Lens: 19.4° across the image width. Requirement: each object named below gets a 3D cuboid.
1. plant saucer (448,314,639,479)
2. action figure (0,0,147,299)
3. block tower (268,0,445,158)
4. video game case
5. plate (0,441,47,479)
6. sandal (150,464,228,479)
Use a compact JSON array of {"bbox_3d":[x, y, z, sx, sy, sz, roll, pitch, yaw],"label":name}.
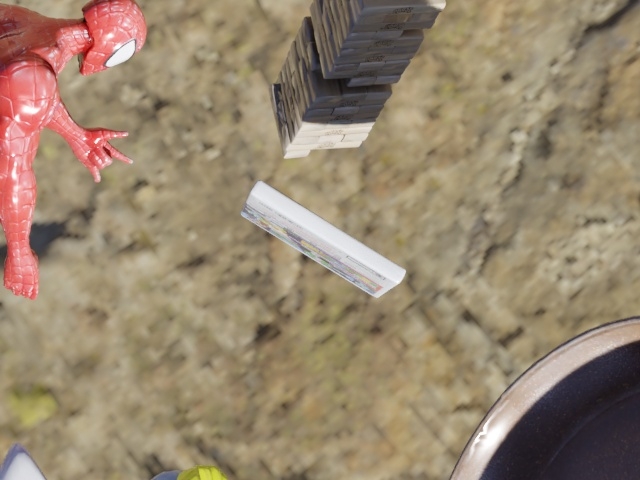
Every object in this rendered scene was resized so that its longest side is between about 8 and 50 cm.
[{"bbox_3d":[0.178,0.194,0.972,0.311,0.050,0.310,-19,64,45],"label":"plant saucer"},{"bbox_3d":[-0.183,-0.008,0.864,0.139,0.280,0.091,53,-176,-40],"label":"action figure"},{"bbox_3d":[0.033,-0.200,1.974,0.335,0.097,0.091,125,137,-62],"label":"block tower"},{"bbox_3d":[0.000,0.000,2.223,0.201,0.023,0.183,31,171,-2],"label":"video game case"},{"bbox_3d":[-0.106,0.267,0.966,0.277,0.045,0.278,53,155,14],"label":"plate"},{"bbox_3d":[-0.126,0.306,1.741,0.138,0.126,0.317,-10,149,3],"label":"sandal"}]
